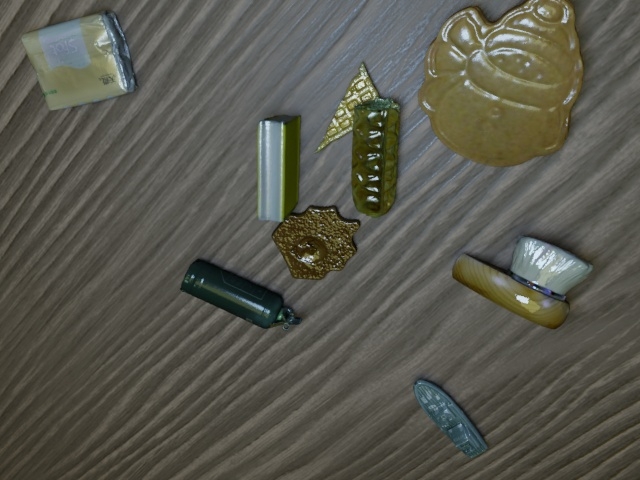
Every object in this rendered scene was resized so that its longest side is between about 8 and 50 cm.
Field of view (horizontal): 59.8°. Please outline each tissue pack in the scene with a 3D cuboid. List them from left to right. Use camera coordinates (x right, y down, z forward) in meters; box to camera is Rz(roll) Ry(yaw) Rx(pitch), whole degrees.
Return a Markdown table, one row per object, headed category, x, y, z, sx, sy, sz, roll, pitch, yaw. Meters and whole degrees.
| category | x | y | z | sx | sy | sz | roll | pitch | yaw |
| --- | --- | --- | --- | --- | --- | --- | --- | --- | --- |
| tissue pack | -0.550 | -0.412 | 1.281 | 0.222 | 0.090 | 0.186 | -7 | 110 | 14 |

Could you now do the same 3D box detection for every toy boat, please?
| category | x | y | z | sx | sy | sz | roll | pitch | yaw |
| --- | --- | --- | --- | --- | --- | --- | --- | --- | --- |
| toy boat | 0.327 | 0.453 | 1.418 | 0.078 | 0.085 | 0.260 | -38 | 98 | 22 |

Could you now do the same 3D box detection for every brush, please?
| category | x | y | z | sx | sy | sz | roll | pitch | yaw |
| --- | --- | --- | --- | --- | --- | --- | --- | --- | --- |
| brush | 0.436 | 0.068 | 1.226 | 0.266 | 0.174 | 0.166 | 25 | 100 | 19 |

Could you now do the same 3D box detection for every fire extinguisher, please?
| category | x | y | z | sx | sy | sz | roll | pitch | yaw |
| --- | --- | --- | --- | --- | --- | --- | --- | --- | --- |
| fire extinguisher | -0.193 | 0.146 | 1.402 | 0.311 | 0.114 | 0.095 | 25 | 67 | 1 |

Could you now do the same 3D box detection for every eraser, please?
| category | x | y | z | sx | sy | sz | roll | pitch | yaw |
| --- | --- | --- | --- | --- | --- | --- | --- | --- | --- |
| eraser | -0.092 | -0.164 | 1.241 | 0.069 | 0.158 | 0.226 | 6 | 110 | 7 |

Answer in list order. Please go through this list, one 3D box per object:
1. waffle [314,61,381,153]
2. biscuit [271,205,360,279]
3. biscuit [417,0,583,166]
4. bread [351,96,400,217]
| category | x | y | z | sx | sy | sz | roll | pitch | yaw |
| --- | --- | --- | --- | --- | --- | --- | --- | --- | --- |
| waffle | 0.039 | -0.292 | 1.235 | 0.191 | 0.032 | 0.125 | -25 | 105 | 17 |
| biscuit | 0.000 | -0.001 | 1.348 | 0.215 | 0.034 | 0.182 | -23 | 104 | 16 |
| biscuit | 0.357 | -0.312 | 1.110 | 0.311 | 0.057 | 0.351 | 12 | 126 | 11 |
| bread | 0.120 | -0.174 | 1.218 | 0.087 | 0.098 | 0.270 | 29 | 132 | 41 |
